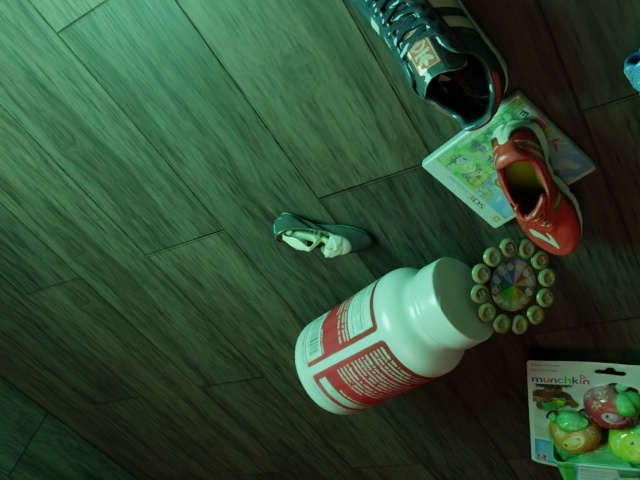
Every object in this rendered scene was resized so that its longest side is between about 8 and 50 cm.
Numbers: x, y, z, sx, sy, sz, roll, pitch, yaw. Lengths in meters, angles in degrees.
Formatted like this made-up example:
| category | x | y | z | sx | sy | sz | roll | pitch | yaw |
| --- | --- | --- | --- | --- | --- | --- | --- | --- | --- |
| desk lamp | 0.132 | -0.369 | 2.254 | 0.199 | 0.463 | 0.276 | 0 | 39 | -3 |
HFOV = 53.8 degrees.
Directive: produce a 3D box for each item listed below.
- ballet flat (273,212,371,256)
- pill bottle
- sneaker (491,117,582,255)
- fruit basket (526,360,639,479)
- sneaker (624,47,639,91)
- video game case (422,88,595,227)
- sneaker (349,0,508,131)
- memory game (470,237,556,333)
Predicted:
| category | x | y | z | sx | sy | sz | roll | pitch | yaw |
| --- | --- | --- | --- | --- | --- | --- | --- | --- | --- |
| ballet flat | 0.000 | 0.000 | 1.276 | 0.203 | 0.074 | 0.074 | 14 | 136 | 5 |
| pill bottle | 0.147 | 0.198 | 1.307 | 0.229 | 0.229 | 0.408 | 37 | 134 | -18 |
| sneaker | 0.344 | -0.061 | 1.026 | 0.107 | 0.118 | 0.279 | -18 | 126 | 34 |
| fruit basket | 0.633 | 0.408 | 1.399 | 0.327 | 0.165 | 0.353 | -1 | 130 | 20 |
| sneaker | 0.497 | -0.217 | 0.896 | 0.126 | 0.091 | 0.240 | 18 | 140 | 28 |
| video game case | 0.315 | -0.129 | 1.073 | 0.193 | 0.023 | 0.212 | 37 | 133 | -18 |
| sneaker | 0.138 | -0.293 | 0.881 | 0.350 | 0.148 | 0.131 | 38 | 133 | -18 |
| memory game | 0.364 | 0.086 | 1.180 | 0.186 | 0.186 | 0.012 | 35 | 172 | -16 |
